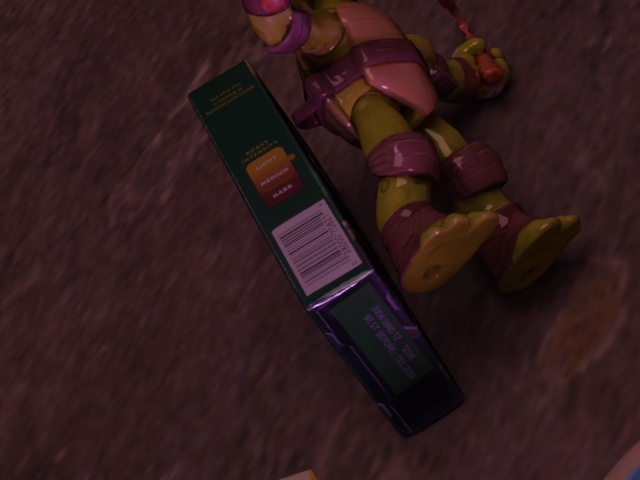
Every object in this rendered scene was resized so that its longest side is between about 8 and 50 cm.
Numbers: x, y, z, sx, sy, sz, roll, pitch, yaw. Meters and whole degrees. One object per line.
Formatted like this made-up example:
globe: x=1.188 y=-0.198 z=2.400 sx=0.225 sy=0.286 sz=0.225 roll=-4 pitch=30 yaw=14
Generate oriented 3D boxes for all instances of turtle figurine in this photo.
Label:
turtle figurine: x=0.024 y=-0.075 z=0.945 sx=0.087 sy=0.269 sz=0.217 roll=-39 pitch=61 yaw=20

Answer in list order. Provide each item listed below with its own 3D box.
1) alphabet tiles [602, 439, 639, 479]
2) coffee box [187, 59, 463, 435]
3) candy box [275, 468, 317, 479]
alphabet tiles: x=0.166 y=0.124 z=0.702 sx=0.278 sy=0.021 sz=0.284 roll=-52 pitch=15 yaw=9
coffee box: x=0.000 y=0.000 z=0.954 sx=0.040 sy=0.113 sz=0.184 roll=-34 pitch=42 yaw=2
candy box: x=-0.017 y=0.191 z=0.837 sx=0.105 sy=0.027 sz=0.206 roll=-18 pitch=42 yaw=-10
